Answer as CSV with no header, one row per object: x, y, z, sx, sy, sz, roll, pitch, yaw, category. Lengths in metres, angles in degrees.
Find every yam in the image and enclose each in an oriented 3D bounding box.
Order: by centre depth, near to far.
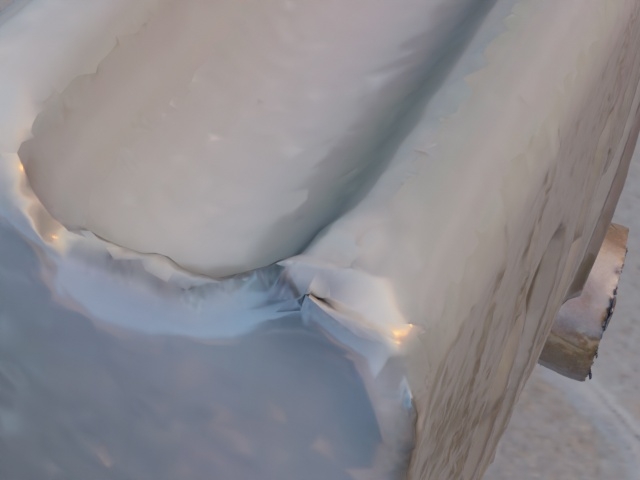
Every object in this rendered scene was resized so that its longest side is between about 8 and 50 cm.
0.116,0.007,1.287,0.238,0.128,0.129,24,118,11,yam

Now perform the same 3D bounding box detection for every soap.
0.000,0.000,0.763,0.213,0.435,0.350,23,129,11,soap
